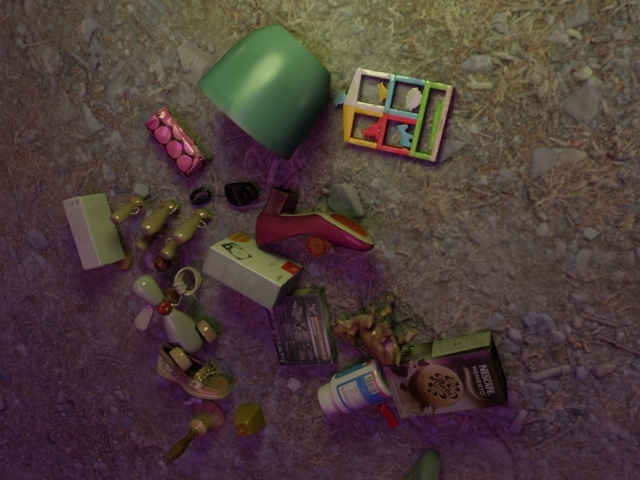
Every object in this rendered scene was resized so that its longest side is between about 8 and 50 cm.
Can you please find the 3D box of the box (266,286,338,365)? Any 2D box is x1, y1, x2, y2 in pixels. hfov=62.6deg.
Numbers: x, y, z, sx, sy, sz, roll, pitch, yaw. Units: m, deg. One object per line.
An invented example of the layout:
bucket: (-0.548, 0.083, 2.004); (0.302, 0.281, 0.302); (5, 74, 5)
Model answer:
box: (-0.059, 0.263, 1.601); (0.183, 0.056, 0.231); (-8, 104, 21)

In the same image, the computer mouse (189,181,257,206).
computer mouse: (-0.289, -0.139, 1.575); (0.242, 0.041, 0.071); (-1, 123, 25)

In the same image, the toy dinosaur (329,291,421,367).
toy dinosaur: (0.158, 0.277, 1.449); (0.296, 0.127, 0.200); (52, 130, 50)

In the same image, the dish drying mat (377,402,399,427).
dish drying mat: (0.207, 0.539, 1.619); (0.032, 0.008, 0.083); (-31, 94, 24)

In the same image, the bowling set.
bowling set: (-0.490, -0.020, 1.639); (0.286, 0.154, 0.200); (19, 132, 12)

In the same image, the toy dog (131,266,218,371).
toy dog: (-0.475, 0.249, 1.690); (0.161, 0.220, 0.334); (1, 108, 59)

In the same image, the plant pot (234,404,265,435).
plant pot: (-0.244, 0.605, 1.756); (0.081, 0.083, 0.081); (-7, 104, 22)

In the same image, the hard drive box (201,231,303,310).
hard drive box: (-0.192, 0.082, 1.525); (0.232, 0.181, 0.089); (28, 112, 9)

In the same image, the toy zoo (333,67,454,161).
toy zoo: (0.175, -0.327, 1.351); (0.293, 0.030, 0.192); (15, 111, 15)

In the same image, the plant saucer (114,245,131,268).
plant saucer: (-0.667, 0.055, 1.773); (0.083, 0.015, 0.084); (6, 107, 19)

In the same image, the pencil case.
pencil case: (-0.418, -0.291, 1.540); (0.209, 0.095, 0.098); (49, 150, -2)

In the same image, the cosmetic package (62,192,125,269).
cosmetic package: (-0.732, -0.031, 1.705); (0.085, 0.117, 0.231); (-11, 96, 23)

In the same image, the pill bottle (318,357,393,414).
pill bottle: (0.106, 0.436, 1.560); (0.221, 0.124, 0.124); (-29, 95, 25)

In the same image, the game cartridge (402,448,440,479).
game cartridge: (0.262, 0.788, 1.572); (0.062, 0.198, 0.297); (30, 113, 9)

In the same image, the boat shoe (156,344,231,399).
boat shoe: (-0.426, 0.442, 1.759); (0.285, 0.104, 0.089); (18, 114, 14)

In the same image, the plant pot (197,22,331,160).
plant pot: (-0.115, -0.384, 1.309); (0.293, 0.293, 0.235); (43, 100, 3)

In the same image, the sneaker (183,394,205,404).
sneaker: (-0.446, 0.533, 1.835); (0.098, 0.038, 0.069); (-17, 86, 29)

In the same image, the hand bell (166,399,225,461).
hand bell: (-0.429, 0.648, 1.748); (0.126, 0.242, 0.126); (5, 107, 17)

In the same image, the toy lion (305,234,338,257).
toy lion: (0.000, 0.000, 1.516); (0.096, 0.034, 0.100); (2, 107, 27)

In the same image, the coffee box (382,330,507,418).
coffee box: (0.346, 0.373, 1.457); (0.297, 0.119, 0.168); (-16, 99, 23)

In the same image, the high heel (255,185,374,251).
high heel: (-0.024, -0.004, 1.439); (0.377, 0.127, 0.181); (29, 107, 37)
